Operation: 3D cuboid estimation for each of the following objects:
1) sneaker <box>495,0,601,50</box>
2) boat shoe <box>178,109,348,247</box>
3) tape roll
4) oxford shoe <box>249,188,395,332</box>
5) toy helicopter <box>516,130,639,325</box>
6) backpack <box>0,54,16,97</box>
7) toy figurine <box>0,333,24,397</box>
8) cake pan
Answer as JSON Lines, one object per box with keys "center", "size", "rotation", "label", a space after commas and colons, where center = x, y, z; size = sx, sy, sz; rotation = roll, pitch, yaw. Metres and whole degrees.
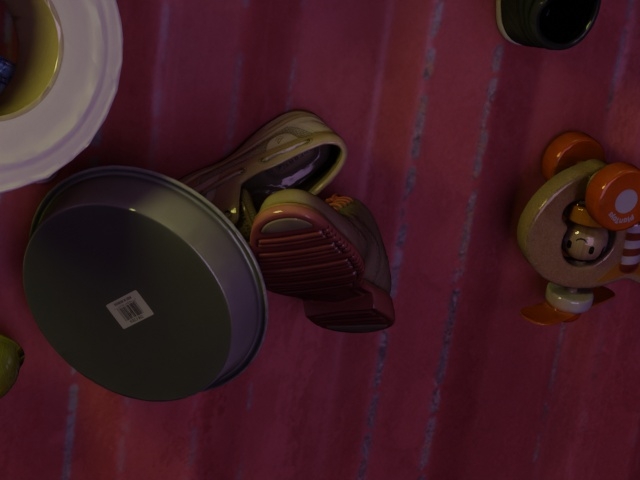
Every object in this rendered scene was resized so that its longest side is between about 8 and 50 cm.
{"center": [0.261, -0.352, 1.746], "size": [0.105, 0.147, 0.295], "rotation": [-13, 115, -16], "label": "sneaker"}
{"center": [-0.099, -0.032, 1.752], "size": [0.302, 0.098, 0.109], "rotation": [-38, 121, -5], "label": "boat shoe"}
{"center": [-0.336, -0.188, 1.472], "size": [0.286, 0.100, 0.286], "rotation": [-5, 98, -37], "label": "tape roll"}
{"center": [0.000, 0.000, 1.732], "size": [0.123, 0.130, 0.348], "rotation": [-4, 159, 13], "label": "oxford shoe"}
{"center": [0.392, 0.032, 1.975], "size": [0.355, 0.140, 0.235], "rotation": [26, 101, -32], "label": "toy helicopter"}
{"center": [-0.372, -0.162, 1.580], "size": [0.114, 0.105, 0.084], "rotation": [24, 78, -30], "label": "backpack"}
{"center": [-0.449, 0.185, 1.572], "size": [0.362, 0.217, 0.191], "rotation": [23, 107, -44], "label": "toy figurine"}
{"center": [-0.201, 0.059, 1.667], "size": [0.293, 0.054, 0.293], "rotation": [11, 123, 17], "label": "cake pan"}
